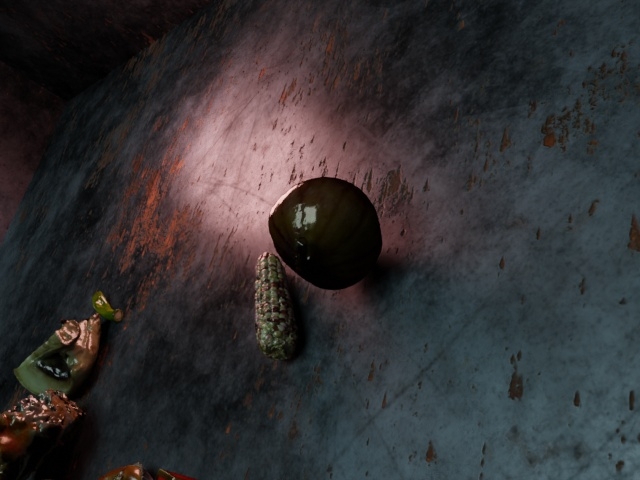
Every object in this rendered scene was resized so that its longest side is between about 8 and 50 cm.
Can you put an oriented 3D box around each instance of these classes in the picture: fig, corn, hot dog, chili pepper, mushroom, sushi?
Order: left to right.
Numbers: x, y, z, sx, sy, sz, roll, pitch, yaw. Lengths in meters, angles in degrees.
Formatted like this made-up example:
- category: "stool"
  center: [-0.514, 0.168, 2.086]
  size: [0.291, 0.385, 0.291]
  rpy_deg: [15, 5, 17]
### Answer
- category: "sushi"
  center: [-0.838, 0.583, 1.770]
  size: [0.417, 0.175, 0.417]
  rpy_deg: [-52, 2, 2]
- category: "mushroom"
  center: [-0.767, 0.354, 2.010]
  size: [0.292, 0.212, 0.217]
  rpy_deg: [-49, -9, 30]
- category: "chili pepper"
  center: [-0.686, 0.219, 2.069]
  size: [0.051, 0.050, 0.201]
  rpy_deg: [-28, 30, -29]
- category: "hot dog"
  center: [-0.489, 0.613, 1.528]
  size: [0.268, 0.075, 0.144]
  rpy_deg: [-37, 43, 29]
- category: "corn"
  center: [-0.100, 0.141, 1.429]
  size: [0.092, 0.092, 0.281]
  rpy_deg: [-37, 37, 25]
- category: "fig"
  center: [0.005, -0.009, 1.281]
  size: [0.235, 0.235, 0.215]
  rpy_deg: [-6, 59, 47]

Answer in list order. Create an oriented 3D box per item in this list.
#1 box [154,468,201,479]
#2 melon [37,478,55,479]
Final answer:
- category: "box"
  center: [-0.286, 0.584, 1.252]
  size: [0.074, 0.153, 0.240]
  rpy_deg: [3, 66, 45]
- category: "melon"
  center: [-0.716, 0.695, 1.675]
  size: [0.192, 0.139, 0.139]
  rpy_deg: [23, 82, 55]
